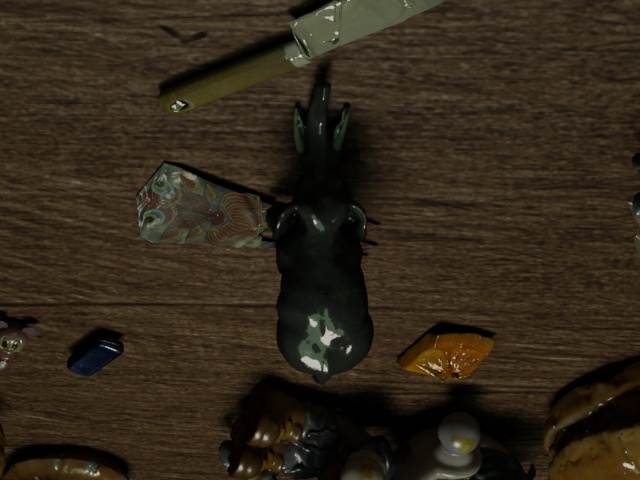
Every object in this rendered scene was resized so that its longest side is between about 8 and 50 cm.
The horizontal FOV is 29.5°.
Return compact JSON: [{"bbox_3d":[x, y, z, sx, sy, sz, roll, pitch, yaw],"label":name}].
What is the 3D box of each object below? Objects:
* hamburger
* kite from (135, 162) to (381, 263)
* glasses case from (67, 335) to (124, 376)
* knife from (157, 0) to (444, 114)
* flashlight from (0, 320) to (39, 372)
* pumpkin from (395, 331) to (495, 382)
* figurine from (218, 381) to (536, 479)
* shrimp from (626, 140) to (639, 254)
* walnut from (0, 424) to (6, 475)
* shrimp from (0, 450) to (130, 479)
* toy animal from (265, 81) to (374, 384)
[{"bbox_3d":[0.402,0.247,1.368,0.283,0.144,0.259,10,145,-21],"label":"hamburger"},{"bbox_3d":[-0.055,-0.016,1.114,0.229,0.016,0.127,9,150,-8],"label":"kite"},{"bbox_3d":[-0.249,0.124,1.342,0.033,0.023,0.083,29,138,-26],"label":"glasses case"},{"bbox_3d":[-0.007,-0.150,0.894,0.298,0.017,0.047,-17,136,29],"label":"knife"},{"bbox_3d":[-0.344,0.119,1.334,0.052,0.031,0.110,14,146,-17],"label":"flashlight"},{"bbox_3d":[0.132,0.127,1.301,0.073,0.035,0.101,16,148,-14],"label":"pumpkin"},{"bbox_3d":[0.086,0.287,1.428,0.382,0.186,0.261,21,133,-15],"label":"figurine"},{"bbox_3d":[0.381,-0.018,1.018,0.247,0.085,0.360,-32,137,30],"label":"shrimp"},{"bbox_3d":[-0.458,0.236,1.424,0.155,0.155,0.184,-9,143,19],"label":"walnut"},{"bbox_3d":[-0.391,0.341,1.661,0.287,0.063,0.152,-15,141,21],"label":"shrimp"},{"bbox_3d":[-0.001,-0.005,1.020,0.082,0.137,0.269,-3,104,-7],"label":"toy animal"}]
